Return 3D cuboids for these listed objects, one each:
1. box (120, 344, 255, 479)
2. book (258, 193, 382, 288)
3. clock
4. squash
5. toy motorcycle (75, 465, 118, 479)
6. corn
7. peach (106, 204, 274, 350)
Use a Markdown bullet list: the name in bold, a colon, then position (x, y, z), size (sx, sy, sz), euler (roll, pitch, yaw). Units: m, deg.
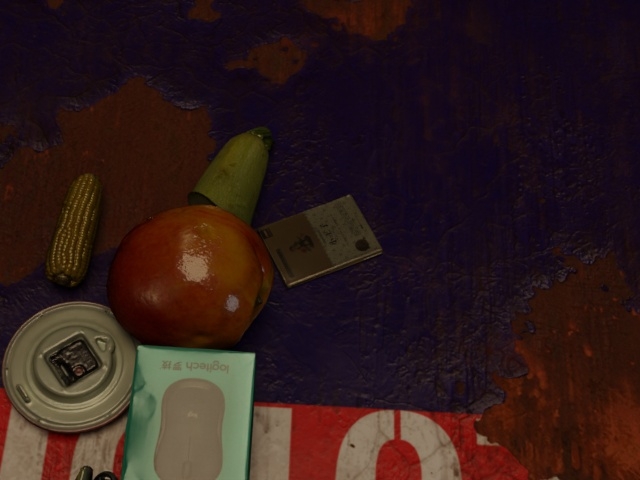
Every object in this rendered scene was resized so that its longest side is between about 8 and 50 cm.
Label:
- **box**: position (-0.211, 0.331, 1.826), size (0.205, 0.118, 0.311), euler (4, 69, 0)
- **book**: position (0.000, 0.000, 2.122), size (0.199, 0.016, 0.138), euler (-20, 63, -16)
- **clock**: position (-0.420, 0.215, 1.937), size (0.245, 0.056, 0.244), euler (2, 59, -4)
- **squash**: position (-0.167, -0.130, 2.132), size (0.137, 0.137, 0.287), euler (12, 53, 3)
- **toy motorcycle**: position (-0.382, 0.451, 1.783), size (0.124, 0.061, 0.193), euler (1, 69, 32)
- **corn**: position (-0.447, -0.022, 2.063), size (0.080, 0.080, 0.231), euler (5, 58, -2)
- **peach**: position (-0.224, 0.063, 1.935), size (0.281, 0.238, 0.280), euler (2, 102, 11)
